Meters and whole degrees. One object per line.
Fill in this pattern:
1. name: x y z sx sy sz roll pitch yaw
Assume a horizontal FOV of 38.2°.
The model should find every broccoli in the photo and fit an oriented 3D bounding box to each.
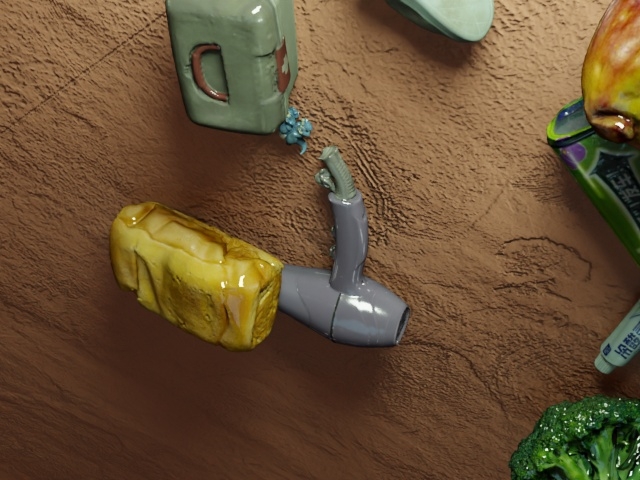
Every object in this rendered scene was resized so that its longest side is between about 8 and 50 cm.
1. broccoli: 0.470 0.394 1.525 0.298 0.297 0.297 -9 123 -14

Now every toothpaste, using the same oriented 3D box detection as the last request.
1. toothpaste: 0.491 0.106 1.367 0.075 0.048 0.297 22 136 -2

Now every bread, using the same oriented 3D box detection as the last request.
1. bread: -0.203 0.052 1.473 0.294 0.132 0.166 24 133 24

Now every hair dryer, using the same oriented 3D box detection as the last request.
1. hair dryer: 0.000 0.000 1.436 0.301 0.121 0.361 18 131 17

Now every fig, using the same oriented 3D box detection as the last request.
1. fig: 0.396 -0.189 0.947 0.263 0.224 0.224 -3 138 0

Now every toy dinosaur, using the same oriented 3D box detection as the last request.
1. toy dinosaur: -0.045 -0.159 1.305 0.083 0.030 0.047 40 137 -20

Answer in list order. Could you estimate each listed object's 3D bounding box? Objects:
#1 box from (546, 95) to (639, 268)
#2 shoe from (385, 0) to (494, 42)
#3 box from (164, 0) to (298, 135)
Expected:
1. box: 0.430 -0.045 1.171 0.134 0.097 0.345 -28 118 32
2. shoe: 0.109 -0.297 1.069 0.195 0.079 0.078 28 175 -20
3. box: -0.105 -0.245 1.158 0.148 0.129 0.210 10 140 12
